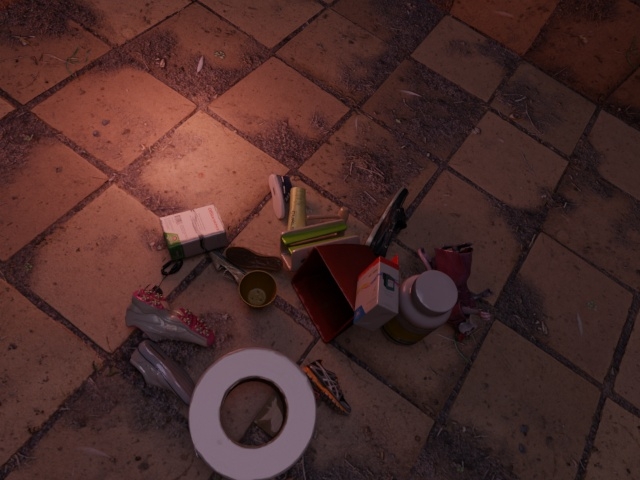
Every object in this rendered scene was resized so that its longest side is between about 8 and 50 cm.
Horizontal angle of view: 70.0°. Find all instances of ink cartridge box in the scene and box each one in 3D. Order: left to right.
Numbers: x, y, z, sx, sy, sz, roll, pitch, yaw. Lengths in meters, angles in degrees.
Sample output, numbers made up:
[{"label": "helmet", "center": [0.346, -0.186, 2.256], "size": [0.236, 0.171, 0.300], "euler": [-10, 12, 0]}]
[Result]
[{"label": "ink cartridge box", "center": [-0.463, -0.031, 1.672], "size": [0.208, 0.087, 0.153], "euler": [-17, 56, -18]}, {"label": "ink cartridge box", "center": [0.175, 0.147, 1.414], "size": [0.078, 0.134, 0.231], "euler": [25, 45, -16]}]

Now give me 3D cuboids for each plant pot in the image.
[{"label": "plant pot", "center": [-0.223, 0.186, 1.616], "size": [0.134, 0.095, 0.134], "euler": [5, 62, -10]}, {"label": "plant pot", "center": [0.092, 0.162, 1.616], "size": [0.235, 0.267, 0.267], "euler": [-18, 67, -33]}]

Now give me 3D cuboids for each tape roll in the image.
[{"label": "tape roll", "center": [-0.206, 0.527, 1.399], "size": [0.391, 0.072, 0.392], "euler": [5, 64, -11]}]

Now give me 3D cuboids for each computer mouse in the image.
[{"label": "computer mouse", "center": [-0.563, 0.152, 1.597], "size": [0.071, 0.041, 0.242], "euler": [26, 60, 3]}]

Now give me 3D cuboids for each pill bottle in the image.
[{"label": "pill bottle", "center": [0.334, 0.231, 1.570], "size": [0.187, 0.334, 0.188], "euler": [5, 62, -9]}]

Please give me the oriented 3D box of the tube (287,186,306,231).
[{"label": "tube", "center": [-0.090, -0.090, 1.804], "size": [0.070, 0.062, 0.240], "euler": [-6, 73, 26]}]

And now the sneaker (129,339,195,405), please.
[{"label": "sneaker", "center": [-0.496, 0.434, 1.450], "size": [0.258, 0.094, 0.091], "euler": [45, 96, 6]}]

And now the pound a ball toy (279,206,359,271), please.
[{"label": "pound a ball toy", "center": [0.000, 0.000, 1.745], "size": [0.319, 0.136, 0.208], "euler": [-13, 41, -23]}]

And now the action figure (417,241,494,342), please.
[{"label": "action figure", "center": [0.498, 0.196, 1.705], "size": [0.275, 0.248, 0.371], "euler": [-3, 87, 23]}]

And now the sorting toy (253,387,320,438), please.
[{"label": "sorting toy", "center": [-0.119, 0.561, 1.472], "size": [0.132, 0.046, 0.275], "euler": [35, 63, 7]}]

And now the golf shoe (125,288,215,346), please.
[{"label": "golf shoe", "center": [-0.501, 0.285, 1.518], "size": [0.306, 0.115, 0.140], "euler": [32, 97, -6]}]

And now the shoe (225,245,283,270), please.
[{"label": "shoe", "center": [-0.245, 0.070, 1.701], "size": [0.218, 0.058, 0.077], "euler": [14, 92, 1]}]

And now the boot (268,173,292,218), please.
[{"label": "boot", "center": [-0.147, -0.179, 1.840], "size": [0.086, 0.069, 0.190], "euler": [-2, 73, -33]}]

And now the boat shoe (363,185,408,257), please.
[{"label": "boat shoe", "center": [0.290, -0.069, 1.835], "size": [0.113, 0.127, 0.340], "euler": [32, 63, 4]}]

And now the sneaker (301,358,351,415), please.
[{"label": "sneaker", "center": [0.032, 0.487, 1.523], "size": [0.083, 0.084, 0.215], "euler": [-35, 73, -30]}]

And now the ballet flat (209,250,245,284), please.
[{"label": "ballet flat", "center": [-0.349, 0.100, 1.660], "size": [0.168, 0.057, 0.052], "euler": [34, 72, 7]}]
